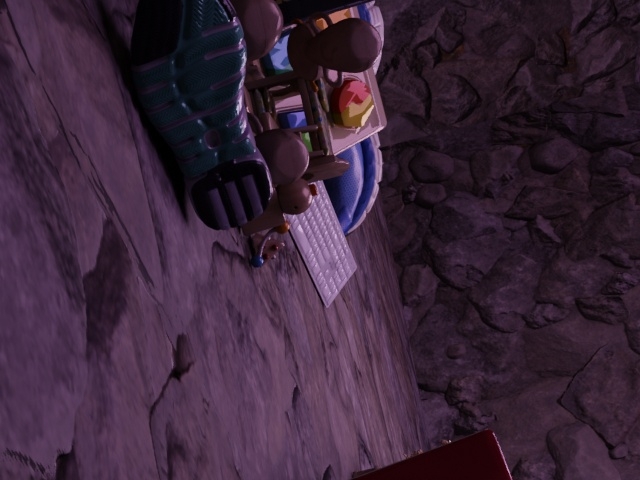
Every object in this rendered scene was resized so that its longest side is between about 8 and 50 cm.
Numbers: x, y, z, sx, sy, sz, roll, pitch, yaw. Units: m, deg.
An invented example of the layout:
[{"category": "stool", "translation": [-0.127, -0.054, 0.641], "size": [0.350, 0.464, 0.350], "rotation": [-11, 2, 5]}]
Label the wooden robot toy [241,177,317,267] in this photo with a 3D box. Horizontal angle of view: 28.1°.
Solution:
[{"category": "wooden robot toy", "translation": [-0.044, -0.050, 1.182], "size": [0.076, 0.079, 0.173], "rotation": [-96, 170, -53]}]

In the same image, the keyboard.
[{"category": "keyboard", "translation": [0.000, 0.000, 1.600], "size": [0.072, 0.014, 0.256], "rotation": [-59, 154, -20]}]

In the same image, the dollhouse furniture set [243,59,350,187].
[{"category": "dollhouse furniture set", "translation": [-0.044, -0.162, 1.322], "size": [0.161, 0.101, 0.181], "rotation": [52, 24, -75]}]

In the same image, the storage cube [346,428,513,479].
[{"category": "storage cube", "translation": [0.116, 0.311, 1.251], "size": [0.183, 0.215, 0.193], "rotation": [52, 18, -74]}]

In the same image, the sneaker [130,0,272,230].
[{"category": "sneaker", "translation": [-0.098, -0.113, 0.935], "size": [0.098, 0.083, 0.223], "rotation": [-122, -163, -47]}]

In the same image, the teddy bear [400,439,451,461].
[{"category": "teddy bear", "translation": [0.156, 0.411, 1.554], "size": [0.245, 0.113, 0.338], "rotation": [-49, -133, 44]}]

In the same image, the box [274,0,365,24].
[{"category": "box", "translation": [-0.010, -0.236, 1.189], "size": [0.183, 0.233, 0.059], "rotation": [-78, 151, -78]}]

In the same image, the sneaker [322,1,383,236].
[{"category": "sneaker", "translation": [-0.009, -0.157, 1.639], "size": [0.147, 0.130, 0.329], "rotation": [-14, 108, -43]}]

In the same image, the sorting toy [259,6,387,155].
[{"category": "sorting toy", "translation": [-0.003, -0.188, 1.519], "size": [0.208, 0.038, 0.193], "rotation": [-34, 118, -36]}]

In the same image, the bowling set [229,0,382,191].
[{"category": "bowling set", "translation": [-0.019, -0.190, 1.052], "size": [0.154, 0.200, 0.287], "rotation": [8, -68, 64]}]

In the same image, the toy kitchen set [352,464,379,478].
[{"category": "toy kitchen set", "translation": [0.070, 0.286, 1.510], "size": [0.083, 0.068, 0.075], "rotation": [-97, 171, -51]}]
